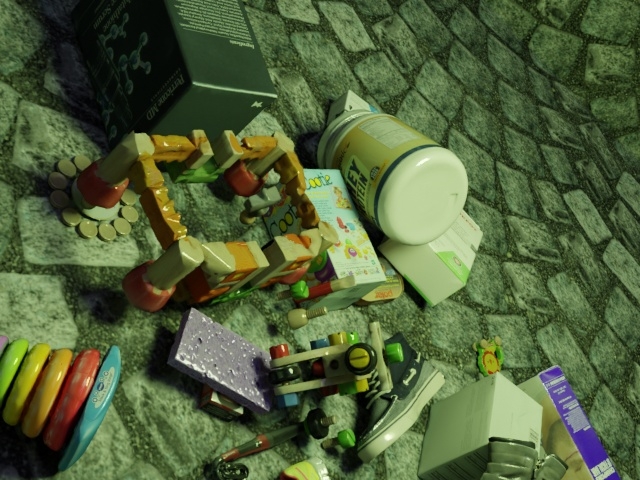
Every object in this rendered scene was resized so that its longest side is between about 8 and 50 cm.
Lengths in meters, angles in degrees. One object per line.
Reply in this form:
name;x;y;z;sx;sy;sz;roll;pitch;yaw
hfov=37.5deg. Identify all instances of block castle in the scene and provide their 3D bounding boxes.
block castle;-0.207;-0.037;1.783;0.453;0.213;0.303;-8;66;-51

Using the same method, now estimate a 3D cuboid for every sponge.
sponge;-0.169;0.219;1.700;0.210;0.031;0.117;34;42;-23

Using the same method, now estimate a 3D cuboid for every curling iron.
curling iron;-0.104;0.381;1.714;0.274;0.035;0.068;-21;96;-55

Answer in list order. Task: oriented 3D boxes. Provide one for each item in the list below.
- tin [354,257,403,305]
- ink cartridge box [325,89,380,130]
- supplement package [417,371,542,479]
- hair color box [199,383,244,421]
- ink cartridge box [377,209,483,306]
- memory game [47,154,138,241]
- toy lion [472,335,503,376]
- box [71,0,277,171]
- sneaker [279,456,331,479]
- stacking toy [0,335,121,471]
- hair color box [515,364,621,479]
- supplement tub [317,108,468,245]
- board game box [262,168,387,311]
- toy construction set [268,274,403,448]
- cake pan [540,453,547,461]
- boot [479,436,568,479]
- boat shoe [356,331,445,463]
tin;0.114;0.095;2.146;0.190;0.040;0.106;-2;59;-46
ink cartridge box;0.087;-0.260;2.356;0.140;0.082;0.190;33;42;-23
supplement package;0.338;0.423;1.982;0.149;0.203;0.194;39;41;-17
hair color box;-0.173;0.253;1.732;0.072;0.043;0.141;30;44;-27
ink cartridge box;0.272;0.000;2.289;0.198;0.115;0.273;47;31;-8
memory game;-0.424;-0.079;1.764;0.186;0.012;0.186;25;46;-29
toy lion;0.415;0.288;2.303;0.100;0.034;0.096;-4;71;-47
box;-0.302;-0.376;1.889;0.212;0.293;0.395;0;61;-44
sneaker;-0.018;0.494;1.683;0.094;0.081;0.208;0;54;-37
stacking toy;-0.467;0.204;1.420;0.302;0.166;0.175;24;48;-10
hair color box;0.530;0.479;2.144;0.110;0.185;0.339;-11;69;-48
supplement tub;0.153;-0.150;2.110;0.228;0.228;0.316;13;18;-39
board game box;0.000;0.000;2.019;0.144;0.142;0.275;-3;63;-45
toy construction set;0.051;0.195;1.778;0.257;0.237;0.308;44;34;-50
cake pan;0.457;0.595;1.969;0.293;0.054;0.293;-4;90;-77
boot;0.306;0.471;1.771;0.338;0.118;0.222;22;71;-27
boat shoe;0.126;0.315;1.936;0.158;0.127;0.340;48;30;5
